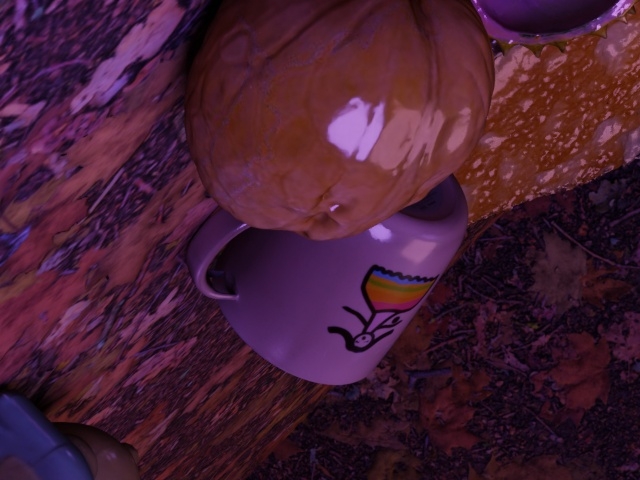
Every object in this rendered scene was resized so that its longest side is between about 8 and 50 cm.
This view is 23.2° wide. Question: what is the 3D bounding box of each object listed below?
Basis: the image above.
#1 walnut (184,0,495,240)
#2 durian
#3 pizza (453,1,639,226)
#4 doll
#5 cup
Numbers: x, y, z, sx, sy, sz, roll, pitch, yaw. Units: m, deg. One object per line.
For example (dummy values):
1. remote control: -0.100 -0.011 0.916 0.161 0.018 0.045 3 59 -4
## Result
1. walnut: 0.009 -0.097 1.020 0.195 0.195 0.221 -38 176 -35
2. durian: 0.218 -0.266 1.286 0.154 0.186 0.260 -25 173 -46
3. pizza: 0.239 -0.187 1.682 0.435 0.080 0.392 -21 143 -29
4. doll: -0.257 0.241 1.409 0.177 0.161 0.261 -46 168 -3
5. cup: 0.000 0.000 1.480 0.253 0.191 0.200 7 133 -35
